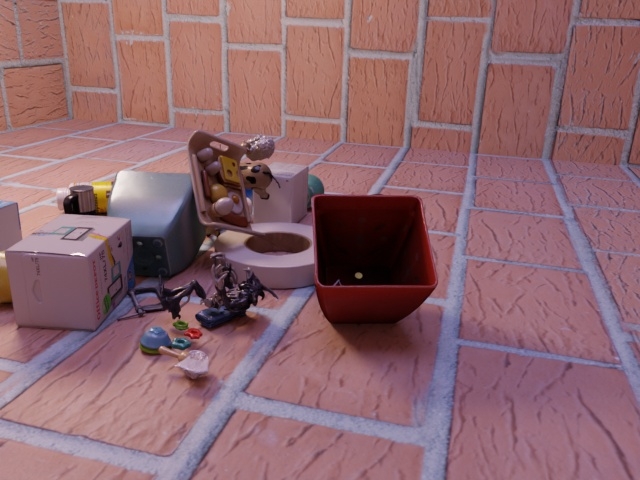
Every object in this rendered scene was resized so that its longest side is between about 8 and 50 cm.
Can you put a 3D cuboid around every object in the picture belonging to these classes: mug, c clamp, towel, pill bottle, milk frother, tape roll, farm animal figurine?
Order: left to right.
[{"bbox_3d":[-0.798,-0.111,2.032,0.143,0.135,0.129,3,21,1],"label":"milk frother"},{"bbox_3d":[-0.855,-0.157,2.178,0.215,0.117,0.117,-4,21,-15],"label":"pill bottle"},{"bbox_3d":[-0.457,0.152,1.516,0.137,0.022,0.160,-6,22,-20],"label":"c clamp"},{"bbox_3d":[-0.244,0.180,1.451,0.067,0.029,0.119,20,28,39],"label":"towel"},{"bbox_3d":[-0.304,-0.194,1.963,0.326,0.330,0.172,-10,-21,7],"label":"farm animal figurine"},{"bbox_3d":[-0.126,0.037,1.790,0.392,0.072,0.392,2,20,-1],"label":"tape roll"},{"bbox_3d":[-0.066,-0.178,2.323,0.129,0.158,0.097,31,28,6],"label":"mug"}]

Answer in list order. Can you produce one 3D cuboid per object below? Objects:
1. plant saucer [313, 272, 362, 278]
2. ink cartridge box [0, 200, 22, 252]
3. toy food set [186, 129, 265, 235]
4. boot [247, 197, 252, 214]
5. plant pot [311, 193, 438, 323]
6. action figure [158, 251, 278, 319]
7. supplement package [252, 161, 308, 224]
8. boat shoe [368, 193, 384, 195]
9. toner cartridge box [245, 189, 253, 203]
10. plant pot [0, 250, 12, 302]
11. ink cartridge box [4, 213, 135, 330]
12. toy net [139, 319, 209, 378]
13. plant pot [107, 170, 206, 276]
[{"bbox_3d":[0.109,0.113,1.643,0.188,0.045,0.188,18,26,37],"label":"plant saucer"},{"bbox_3d":[-1.033,-0.024,1.723,0.232,0.171,0.168,6,21,10],"label":"ink cartridge box"},{"bbox_3d":[-0.272,-0.165,1.759,0.092,0.306,0.219,-23,-20,31],"label":"toy food set"},{"bbox_3d":[-0.318,-0.117,2.177,0.086,0.069,0.190,-15,7,-26],"label":"boot"},{"bbox_3d":[0.108,0.066,1.420,0.267,0.236,0.267,1,52,-5],"label":"plant pot"},{"bbox_3d":[-0.244,0.107,1.409,0.275,0.141,0.164,-6,10,-15],"label":"action figure"},{"bbox_3d":[-0.144,-0.169,2.164,0.149,0.194,0.203,7,21,15],"label":"supplement package"},{"bbox_3d":[0.113,-0.109,2.188,0.302,0.109,0.098,-10,-16,-28],"label":"boat shoe"},{"bbox_3d":[-0.379,-0.192,2.378,0.348,0.075,0.165,-13,26,-35],"label":"toner cartridge box"},{"bbox_3d":[-0.760,0.098,1.485,0.095,0.134,0.134,9,20,0],"label":"plant pot"},{"bbox_3d":[-0.609,0.072,1.466,0.197,0.198,0.270,4,21,3],"label":"ink cartridge box"},{"bbox_3d":[-0.294,0.241,1.269,0.122,0.045,0.232,-4,22,-40],"label":"toy net"},{"bbox_3d":[-0.489,-0.029,1.715,0.248,0.247,0.252,2,39,1],"label":"plant pot"}]
